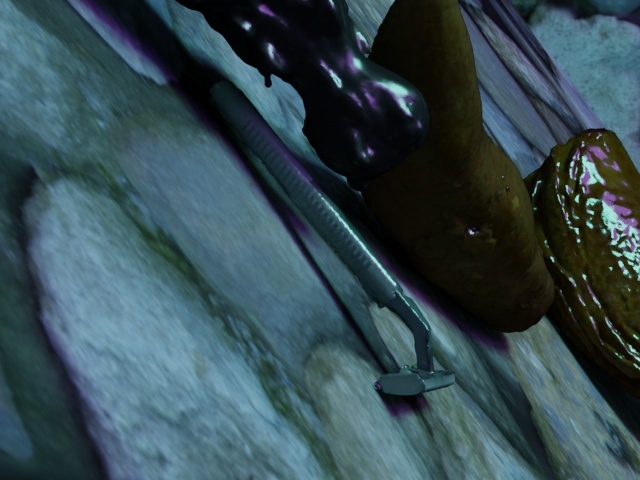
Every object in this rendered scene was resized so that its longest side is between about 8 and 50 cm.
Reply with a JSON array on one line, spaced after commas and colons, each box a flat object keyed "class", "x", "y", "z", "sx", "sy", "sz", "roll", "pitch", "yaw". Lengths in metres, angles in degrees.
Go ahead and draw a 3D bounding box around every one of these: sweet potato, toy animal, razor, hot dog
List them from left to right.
[{"class": "toy animal", "x": -0.071, "y": -0.177, "z": 1.078, "sx": 0.343, "sy": 0.106, "sz": 0.168, "roll": 43, "pitch": 8, "yaw": -31}, {"class": "razor", "x": 0.006, "y": -0.005, "z": 1.085, "sx": 0.211, "sy": 0.036, "sz": 0.084, "roll": 57, "pitch": 12, "yaw": 10}, {"class": "sweet potato", "x": 0.078, "y": -0.036, "z": 1.250, "sx": 0.095, "sy": 0.106, "sz": 0.354, "roll": 42, "pitch": -16, "yaw": 39}, {"class": "hot dog", "x": 0.264, "y": 0.043, "z": 1.647, "sx": 0.272, "sy": 0.122, "sz": 0.196, "roll": 61, "pitch": 17, "yaw": 11}]
